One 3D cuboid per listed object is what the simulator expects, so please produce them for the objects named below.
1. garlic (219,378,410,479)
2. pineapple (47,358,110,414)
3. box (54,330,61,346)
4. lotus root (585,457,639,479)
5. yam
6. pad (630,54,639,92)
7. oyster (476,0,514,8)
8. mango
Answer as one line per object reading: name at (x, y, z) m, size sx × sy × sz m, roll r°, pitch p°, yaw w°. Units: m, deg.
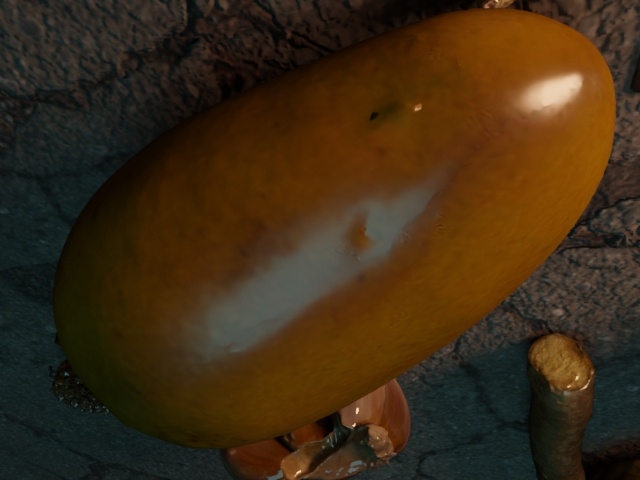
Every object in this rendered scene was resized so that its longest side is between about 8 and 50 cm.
garlic at (-0.001, 0.221, 0.768) m, size 0.214 × 0.191 × 0.160 m, roll -35°, pitch 124°, yaw 15°
pineapple at (-0.285, 0.218, 0.915) m, size 0.222 × 0.083 × 0.103 m, roll 16°, pitch 151°, yaw -6°
box at (-0.132, 0.089, 0.672) m, size 0.240 × 0.159 × 0.071 m, roll 38°, pitch 142°, yaw -26°
lotus root at (0.456, 0.402, 0.911) m, size 0.170 × 0.141 × 0.314 m, roll 20°, pitch 138°, yaw -15°
yam at (0.313, 0.248, 0.823) m, size 0.081 × 0.081 × 0.356 m, roll -5°, pitch 137°, yaw 18°
pad at (0.303, -0.187, 0.386) m, size 0.158 × 0.003 × 0.234 m, roll 3°, pitch 138°, yaw 9°
oyster at (0.196, -0.197, 0.372) m, size 0.200 × 0.061 × 0.106 m, roll 1°, pitch 116°, yaw 14°
mango at (0.000, 0.000, 0.475) m, size 0.446 × 0.232 × 0.300 m, roll -35°, pitch 150°, yaw 26°
